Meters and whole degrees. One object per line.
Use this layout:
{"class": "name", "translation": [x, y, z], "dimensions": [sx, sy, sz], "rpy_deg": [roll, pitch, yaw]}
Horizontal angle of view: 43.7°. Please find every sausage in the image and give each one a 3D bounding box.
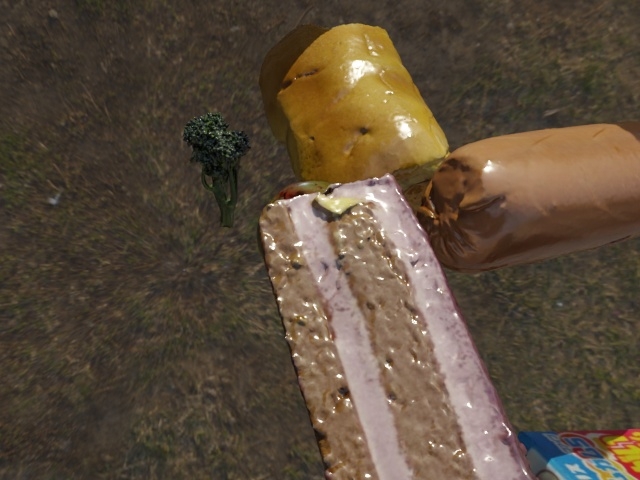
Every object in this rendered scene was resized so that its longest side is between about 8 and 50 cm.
{"class": "sausage", "translation": [0.223, -0.045, 0.745], "dimensions": [0.304, 0.121, 0.121], "rpy_deg": [-11, 90, -33]}

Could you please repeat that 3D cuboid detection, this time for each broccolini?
{"class": "broccolini", "translation": [-0.125, -0.068, 0.987], "dimensions": [0.074, 0.201, 0.058], "rpy_deg": [32, 53, 23]}

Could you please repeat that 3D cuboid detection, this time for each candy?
{"class": "candy", "translation": [0.356, 0.261, 0.793], "dimensions": [0.306, 0.157, 0.100], "rpy_deg": [2, 106, -15]}

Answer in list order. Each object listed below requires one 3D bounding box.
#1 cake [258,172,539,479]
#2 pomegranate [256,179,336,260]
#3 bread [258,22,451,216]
{"class": "cake", "translation": [0.038, 0.073, 0.495], "dimensions": [0.116, 0.112, 0.295], "rpy_deg": [-21, 50, 0]}
{"class": "pomegranate", "translation": [-0.003, -0.006, 0.850], "dimensions": [0.130, 0.130, 0.130], "rpy_deg": [0, 88, -10]}
{"class": "bread", "translation": [0.038, -0.155, 1.022], "dimensions": [0.195, 0.148, 0.344], "rpy_deg": [-26, 52, 2]}
